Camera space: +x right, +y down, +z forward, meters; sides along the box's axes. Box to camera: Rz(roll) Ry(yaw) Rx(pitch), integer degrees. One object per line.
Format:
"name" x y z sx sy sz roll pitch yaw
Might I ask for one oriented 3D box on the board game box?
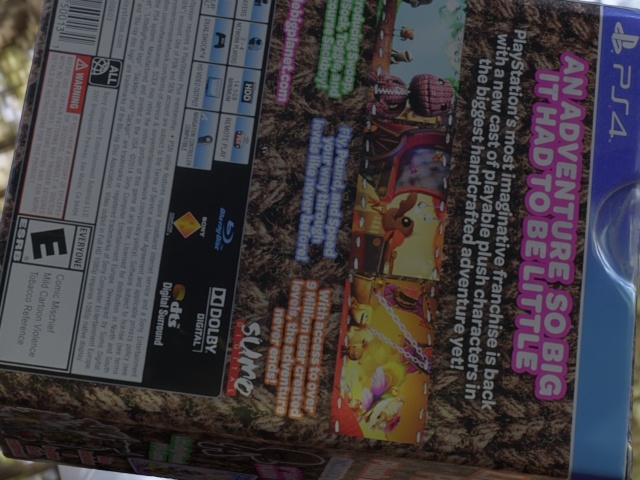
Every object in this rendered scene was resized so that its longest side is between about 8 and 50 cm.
"board game box" 0.000 0.000 0.796 0.291 0.232 0.141 8 -19 -2

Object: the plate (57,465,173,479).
"plate" -0.079 0.168 1.251 0.277 0.278 0.045 24 -79 -23
